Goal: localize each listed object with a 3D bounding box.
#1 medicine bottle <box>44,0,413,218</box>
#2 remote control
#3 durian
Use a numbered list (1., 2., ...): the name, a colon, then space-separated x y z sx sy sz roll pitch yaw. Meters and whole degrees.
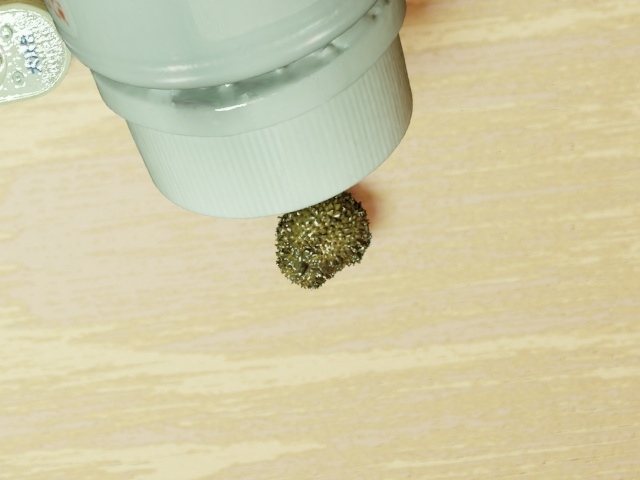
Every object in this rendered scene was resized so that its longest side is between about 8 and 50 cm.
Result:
1. medicine bottle: -0.066 -0.191 1.213 0.245 0.245 0.306 -17 127 2
2. remote control: -0.293 -0.130 1.335 0.221 0.042 0.078 -11 119 0
3. durian: 0.000 0.000 1.413 0.080 0.091 0.080 9 125 14
